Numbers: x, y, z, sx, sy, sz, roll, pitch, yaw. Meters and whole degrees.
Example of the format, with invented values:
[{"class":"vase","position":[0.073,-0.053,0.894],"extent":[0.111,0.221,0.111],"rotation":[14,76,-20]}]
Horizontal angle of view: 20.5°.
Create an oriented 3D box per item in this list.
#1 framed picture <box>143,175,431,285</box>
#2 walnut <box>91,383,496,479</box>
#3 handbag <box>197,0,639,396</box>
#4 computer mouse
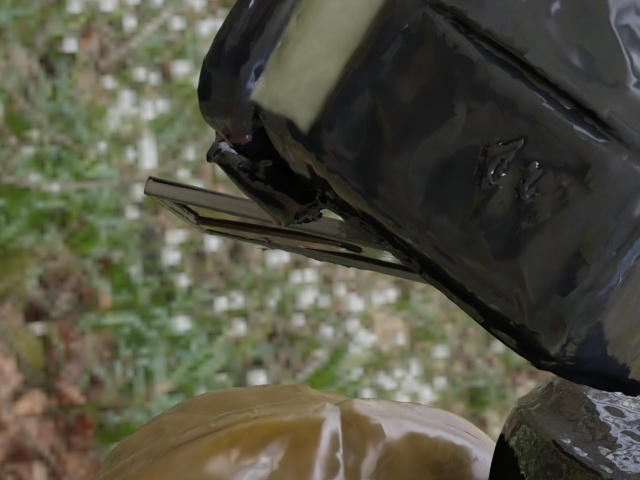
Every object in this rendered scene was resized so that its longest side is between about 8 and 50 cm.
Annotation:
[{"class":"framed picture","position":[0.000,0.000,0.834],"extent":[0.109,0.149,0.011],"rotation":[49,55,-77]},{"class":"walnut","position":[-0.035,0.269,1.019],"extent":[0.383,0.383,0.384],"rotation":[176,-90,-82]},{"class":"handbag","position":[0.080,-0.054,0.651],"extent":[0.181,0.181,0.254],"rotation":[-55,161,6]},{"class":"computer mouse","position":[0.141,0.155,0.811],"extent":[0.269,0.086,0.137],"rotation":[-139,-139,-58]}]
